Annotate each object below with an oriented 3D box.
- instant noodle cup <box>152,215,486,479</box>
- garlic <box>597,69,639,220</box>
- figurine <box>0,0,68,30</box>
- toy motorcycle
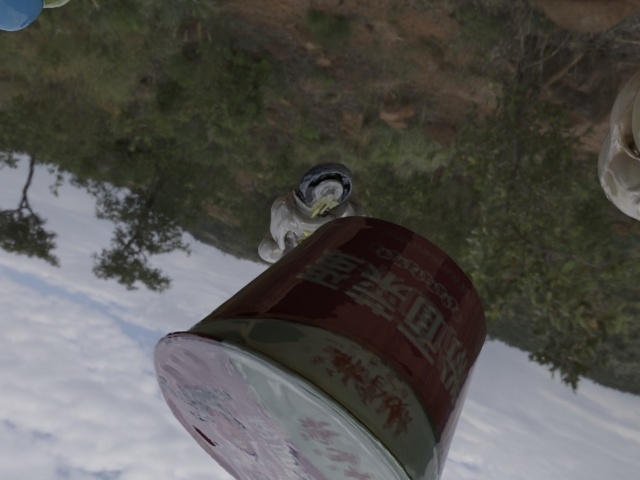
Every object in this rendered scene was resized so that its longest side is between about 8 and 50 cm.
[{"bbox_3d":[0.014,0.101,0.441,0.235,0.178,0.234,23,139,22],"label":"instant noodle cup"},{"bbox_3d":[0.371,-0.100,0.486,0.281,0.203,0.184,19,155,51],"label":"garlic"},{"bbox_3d":[-0.279,-0.281,0.451,0.154,0.179,0.262,-15,-174,24],"label":"figurine"},{"bbox_3d":[0.000,0.000,1.057,0.340,0.223,0.107,55,-169,-49],"label":"toy motorcycle"}]
